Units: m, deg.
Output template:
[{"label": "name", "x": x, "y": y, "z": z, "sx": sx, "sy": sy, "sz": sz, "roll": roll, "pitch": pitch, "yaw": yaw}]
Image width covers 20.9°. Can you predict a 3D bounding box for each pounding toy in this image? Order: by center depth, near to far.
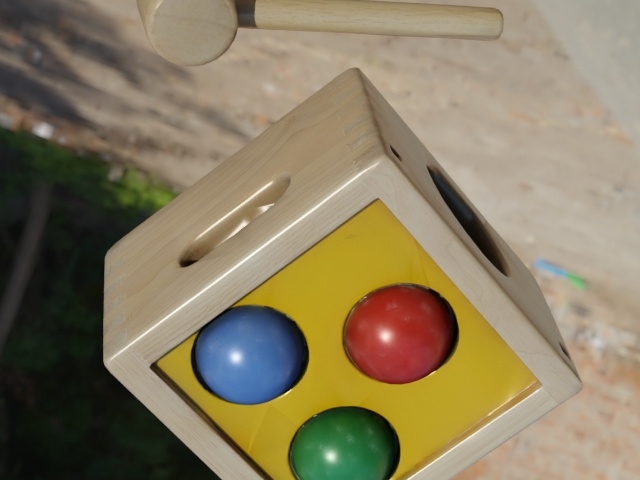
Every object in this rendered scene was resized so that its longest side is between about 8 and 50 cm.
[{"label": "pounding toy", "x": 0.004, "y": -0.009, "z": 0.631, "sx": 0.206, "sy": 0.181, "sz": 0.094, "roll": 48, "pitch": -166, "yaw": -26}]
